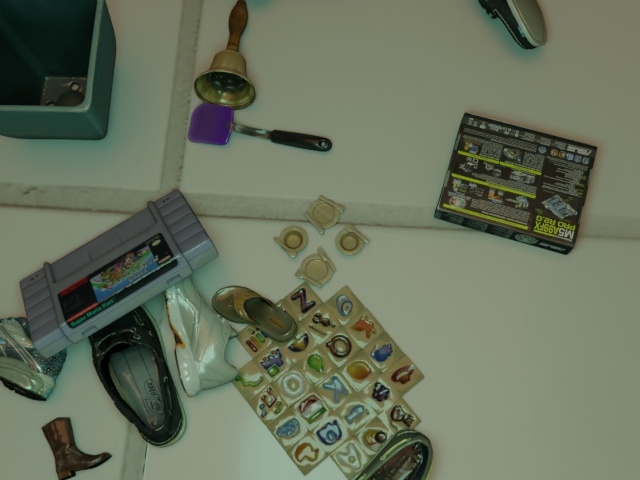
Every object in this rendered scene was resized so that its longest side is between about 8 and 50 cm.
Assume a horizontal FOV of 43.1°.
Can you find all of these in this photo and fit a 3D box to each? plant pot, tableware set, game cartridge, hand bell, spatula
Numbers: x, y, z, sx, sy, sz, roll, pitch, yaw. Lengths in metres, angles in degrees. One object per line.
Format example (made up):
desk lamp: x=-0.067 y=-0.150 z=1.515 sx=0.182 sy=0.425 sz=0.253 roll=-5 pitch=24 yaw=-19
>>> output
plant pot: x=-0.516 y=-0.308 z=1.562 sx=0.248 sy=0.252 sz=0.247 roll=1 pitch=73 yaw=2
tableware set: x=0.000 y=0.000 z=1.574 sx=0.169 sy=0.020 sz=0.141 roll=-42 pitch=75 yaw=-12
game cartridge: x=-0.378 y=0.052 z=1.492 sx=0.355 sy=0.068 sz=0.230 roll=-32 pitch=33 yaw=-7
hand bell: x=-0.180 y=-0.403 z=1.670 sx=0.126 sy=0.126 sz=0.242 roll=4 pitch=63 yaw=3
spatula: x=-0.122 y=-0.218 z=1.637 sx=0.297 sy=0.030 sz=0.084 roll=10 pitch=89 yaw=2

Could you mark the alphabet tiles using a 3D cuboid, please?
alphabet tiles: x=0.011 y=0.256 z=1.510 sx=0.285 sy=0.011 sz=0.342 roll=-38 pitch=76 yaw=-9

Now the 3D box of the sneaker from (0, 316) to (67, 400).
sneaker: x=-0.605 y=0.193 z=1.513 sx=0.283 sy=0.110 sz=0.122 roll=25 pitch=62 yaw=3

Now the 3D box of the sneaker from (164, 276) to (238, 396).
sneaker: x=-0.222 y=0.152 z=1.513 sx=0.121 sy=0.099 sz=0.262 roll=-11 pitch=80 yaw=-11

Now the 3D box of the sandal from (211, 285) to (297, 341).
sandal: x=-0.125 y=0.131 z=1.521 sx=0.180 sy=0.049 sz=0.072 roll=25 pitch=71 yaw=22

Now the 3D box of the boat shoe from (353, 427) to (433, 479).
boat shoe: x=0.090 y=0.459 z=1.403 sx=0.109 sy=0.091 sz=0.305 roll=37 pitch=80 yaw=3

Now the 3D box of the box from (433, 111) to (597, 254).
box: x=0.380 y=-0.113 z=1.579 sx=0.270 sy=0.060 sz=0.216 roll=15 pitch=76 yaw=6

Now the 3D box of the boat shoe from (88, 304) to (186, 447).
boat shoe: x=-0.352 y=0.216 z=1.478 sx=0.127 sy=0.113 sz=0.340 roll=-23 pitch=74 yaw=-3

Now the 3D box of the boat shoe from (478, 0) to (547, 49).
boat shoe: x=0.372 y=-0.515 z=1.682 sx=0.114 sy=0.091 sz=0.302 roll=0 pitch=66 yaw=-45

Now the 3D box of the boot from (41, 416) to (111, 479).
boot: x=-0.447 y=0.366 z=1.481 sx=0.106 sy=0.037 sz=0.114 roll=-21 pitch=70 yaw=-7
